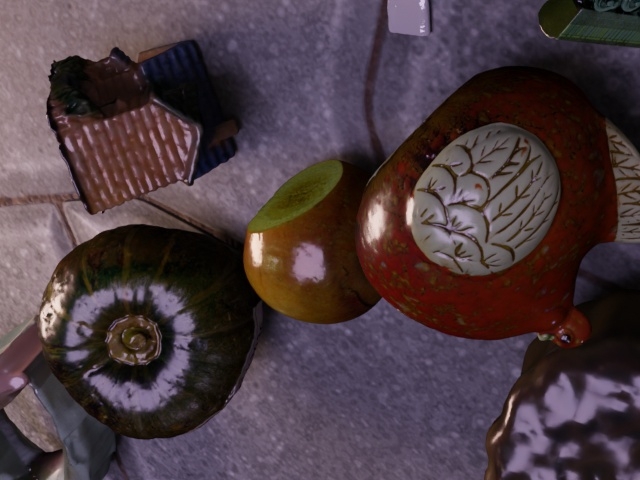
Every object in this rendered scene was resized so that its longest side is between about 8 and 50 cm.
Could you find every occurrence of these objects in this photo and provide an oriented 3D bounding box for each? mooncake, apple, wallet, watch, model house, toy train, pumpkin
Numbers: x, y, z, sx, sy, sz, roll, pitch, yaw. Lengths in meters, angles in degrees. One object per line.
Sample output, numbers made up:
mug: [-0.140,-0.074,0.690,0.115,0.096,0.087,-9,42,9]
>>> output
mooncake: [0.295,0.193,1.048,0.290,0.161,0.290,8,110,23]
apple: [-0.003,0.004,1.181,0.147,0.146,0.163,11,125,34]
wallet: [0.081,-0.230,1.066,0.044,0.011,0.083,12,124,29]
watch: [-0.392,0.257,1.608,0.253,0.162,0.241,-29,106,43]
model house: [-0.178,-0.123,1.210,0.172,0.183,0.166,-17,109,0]
toy train: [0.236,-0.180,0.904,0.071,0.148,0.038,-43,61,42]
pumpkin: [-0.195,0.095,1.350,0.260,0.189,0.260,1,106,5]

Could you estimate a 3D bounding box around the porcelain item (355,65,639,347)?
porcelain item: [0.162,-0.012,0.990,0.253,0.253,0.253,17,126,25]
